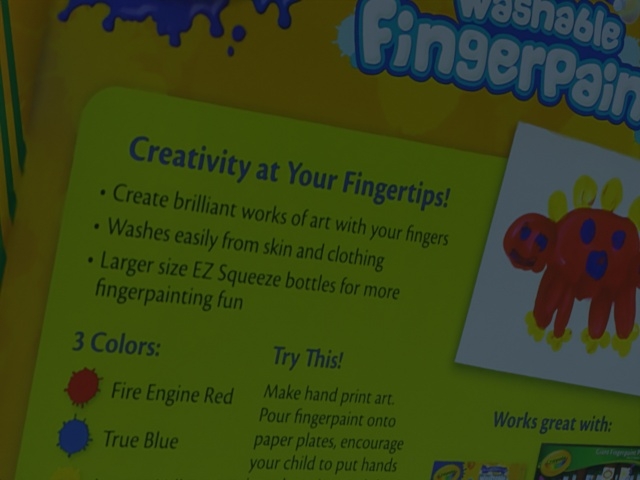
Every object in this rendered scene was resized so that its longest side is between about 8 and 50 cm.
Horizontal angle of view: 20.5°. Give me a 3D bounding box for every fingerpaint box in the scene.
[{"bbox_3d":[0.000,0.000,0.880,0.445,0.371,0.163,7,-173,-40],"label":"fingerpaint box"}]
